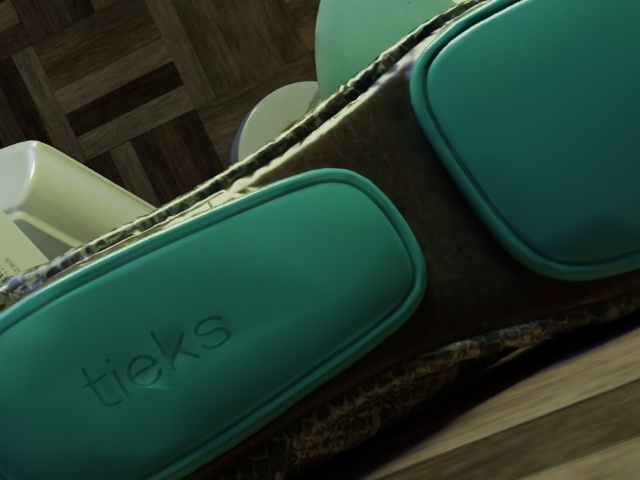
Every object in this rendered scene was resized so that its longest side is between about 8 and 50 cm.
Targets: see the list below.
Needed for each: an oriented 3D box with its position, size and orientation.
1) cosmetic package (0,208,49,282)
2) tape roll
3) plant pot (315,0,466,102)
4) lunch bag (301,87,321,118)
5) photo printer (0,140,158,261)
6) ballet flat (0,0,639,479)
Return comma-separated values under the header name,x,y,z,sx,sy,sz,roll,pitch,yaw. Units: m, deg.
name,x,y,z,sx,sy,sz,roll,pitch,yaw
cosmetic package,-0.355,0.076,1.281,0.225,0.224,0.138,-21,26,47
tape roll,-0.019,-0.119,2.040,0.219,0.219,0.072,-26,3,-14
plant pot,0.177,-0.191,1.440,0.235,0.293,0.293,-2,18,39
lunch bag,0.110,-0.146,1.799,0.256,0.212,0.305,-39,-4,32
photo printer,-0.268,0.025,1.458,0.256,0.107,0.307,-17,-35,37
ballet flat,0.044,0.001,0.646,0.483,0.164,0.182,-28,-11,-13
